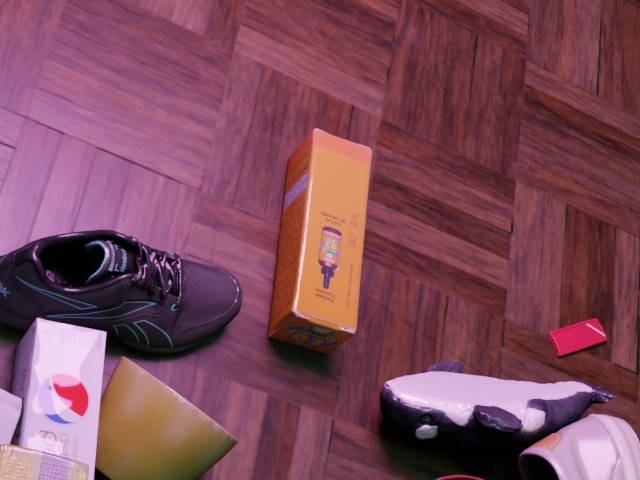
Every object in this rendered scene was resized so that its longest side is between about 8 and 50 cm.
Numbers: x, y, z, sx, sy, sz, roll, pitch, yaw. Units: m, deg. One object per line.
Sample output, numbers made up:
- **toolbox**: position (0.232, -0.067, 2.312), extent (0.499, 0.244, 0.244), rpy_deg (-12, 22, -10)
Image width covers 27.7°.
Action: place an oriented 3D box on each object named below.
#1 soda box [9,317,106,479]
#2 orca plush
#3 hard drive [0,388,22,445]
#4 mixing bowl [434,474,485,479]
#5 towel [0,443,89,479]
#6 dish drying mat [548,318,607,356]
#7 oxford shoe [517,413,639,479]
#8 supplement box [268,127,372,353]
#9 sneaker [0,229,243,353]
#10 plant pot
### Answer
- **soda box**: position (-0.243, 0.185, 1.162), extent (0.069, 0.074, 0.216), rpy_deg (14, 59, -24)
- **orca plush**: position (0.184, 0.203, 1.425), extent (0.287, 0.102, 0.151), rpy_deg (-4, 23, -43)
- **hard drive**: position (-0.393, 0.161, 1.016), extent (0.307, 0.040, 0.203), rpy_deg (36, 59, -40)
- **mixing bowl**: position (0.128, 0.334, 1.291), extent (0.181, 0.098, 0.182), rpy_deg (13, 60, -24)
- **towel**: position (-0.239, 0.208, 1.098), extent (0.083, 0.009, 0.060), rpy_deg (16, 58, -22)
- **dish drying mat**: position (0.313, 0.117, 1.573), extent (0.083, 0.008, 0.032), rpy_deg (-12, 73, -35)
- **oxford shoe**: position (0.283, 0.401, 1.319), extent (0.130, 0.169, 0.450), rpy_deg (-2, 69, -12)
- **supplement box**: position (0.000, 0.000, 1.404), extent (0.078, 0.080, 0.234), rpy_deg (19, 56, -21)
- **sneaker**: position (-0.186, 0.047, 1.250), extent (0.267, 0.106, 0.101), rpy_deg (3, 62, -32)
- **plant pot**: position (-0.157, 0.184, 1.194), extent (0.134, 0.134, 0.095), rpy_deg (38, 79, -9)
